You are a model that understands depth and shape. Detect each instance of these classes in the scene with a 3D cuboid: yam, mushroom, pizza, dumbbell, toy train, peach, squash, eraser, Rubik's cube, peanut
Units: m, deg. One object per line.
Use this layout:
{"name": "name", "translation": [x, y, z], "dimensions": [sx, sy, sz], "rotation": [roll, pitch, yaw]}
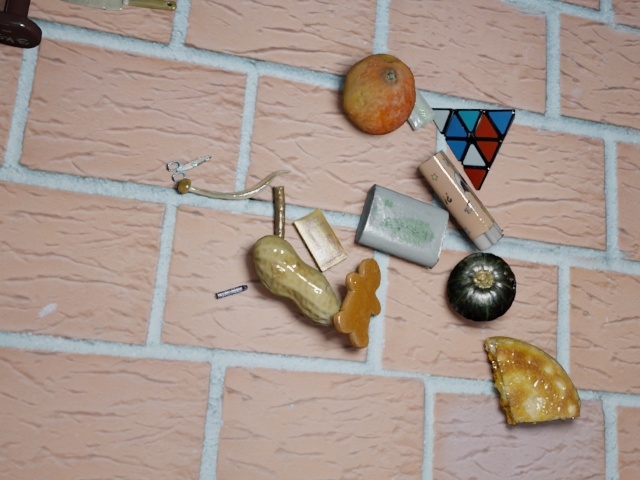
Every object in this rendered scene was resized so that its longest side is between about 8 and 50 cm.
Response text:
{"name": "yam", "translation": [-0.108, -0.075, 1.776], "dimensions": [0.032, 0.032, 0.145], "rotation": [2, 80, -15]}
{"name": "mushroom", "translation": [-0.221, -0.143, 1.758], "dimensions": [0.307, 0.043, 0.068], "rotation": [-6, 106, -18]}
{"name": "pizza", "translation": [0.564, 0.403, 1.833], "dimensions": [0.336, 0.086, 0.226], "rotation": [38, 77, -4]}
{"name": "dumbbell", "translation": [-0.750, -0.603, 1.659], "dimensions": [0.141, 0.124, 0.225], "rotation": [9, 77, -13]}
{"name": "toy train", "translation": [-0.225, 0.130, 1.709], "dimensions": [0.083, 0.017, 0.017], "rotation": [-17, 85, -18]}
{"name": "peach", "translation": [0.160, -0.403, 1.811], "dimensions": [0.233, 0.232, 0.232], "rotation": [3, 78, -15]}
{"name": "squash", "translation": [0.438, 0.127, 1.820], "dimensions": [0.193, 0.156, 0.193], "rotation": [0, 85, 5]}
{"name": "eraser", "translation": [0.392, -0.114, 1.862], "dimensions": [0.087, 0.171, 0.290], "rotation": [-36, 90, 20]}
{"name": "eraser", "translation": [0.225, -0.038, 1.832], "dimensions": [0.227, 0.081, 0.173], "rotation": [19, 75, -12]}
{"name": "Rubik's cube", "translation": [0.481, -0.257, 1.909], "dimensions": [0.285, 0.250, 0.234], "rotation": [2, 98, -20]}
{"name": "peanut", "translation": [-0.061, 0.106, 1.703], "dimensions": [0.290, 0.130, 0.130], "rotation": [41, 72, -4]}

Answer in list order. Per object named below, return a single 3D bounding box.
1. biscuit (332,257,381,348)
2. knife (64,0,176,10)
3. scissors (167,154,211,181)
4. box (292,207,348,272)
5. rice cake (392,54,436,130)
{"name": "biscuit", "translation": [0.103, 0.154, 1.746], "dimensions": [0.165, 0.036, 0.250], "rotation": [50, 47, -38]}
{"name": "knife", "translation": [-0.536, -0.632, 1.779], "dimensions": [0.298, 0.017, 0.047], "rotation": [2, 85, -15]}
{"name": "scissors", "translation": [-0.339, -0.196, 1.746], "dimensions": [0.119, 0.014, 0.058], "rotation": [-25, 91, -15]}
{"name": "box", "translation": [0.000, 0.000, 1.794], "dimensions": [0.089, 0.022, 0.156], "rotation": [-31, 88, -17]}
{"name": "rice cake", "translation": [0.243, -0.427, 1.935], "dimensions": [0.080, 0.042, 0.221], "rotation": [-33, 90, -14]}
